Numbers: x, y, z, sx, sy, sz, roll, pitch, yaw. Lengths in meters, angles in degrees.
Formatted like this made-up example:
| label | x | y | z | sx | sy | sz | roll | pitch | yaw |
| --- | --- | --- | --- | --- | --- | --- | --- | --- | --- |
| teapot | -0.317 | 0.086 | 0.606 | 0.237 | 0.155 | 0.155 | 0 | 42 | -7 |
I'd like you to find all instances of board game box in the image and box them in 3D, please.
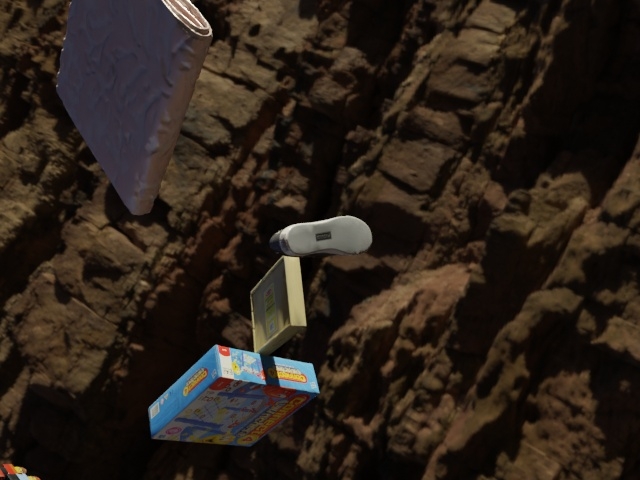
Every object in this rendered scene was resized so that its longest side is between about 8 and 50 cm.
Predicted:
| label | x | y | z | sx | sy | sz | roll | pitch | yaw |
| --- | --- | --- | --- | --- | --- | --- | --- | --- | --- |
| board game box | -0.215 | 0.397 | 1.586 | 0.301 | 0.086 | 0.308 | 20 | -51 | -38 |

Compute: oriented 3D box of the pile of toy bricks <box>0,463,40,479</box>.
| label | x | y | z | sx | sy | sz | roll | pitch | yaw |
| --- | --- | --- | --- | --- | --- | --- | --- | --- | --- |
| pile of toy bricks | -0.409 | 0.410 | 0.915 | 0.105 | 0.212 | 0.118 | 25 | -88 | -51 |

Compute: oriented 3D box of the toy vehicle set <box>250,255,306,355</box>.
| label | x | y | z | sx | sy | sz | roll | pitch | yaw |
| --- | --- | --- | --- | --- | --- | --- | --- | --- | --- |
| toy vehicle set | -0.105 | 0.157 | 1.484 | 0.035 | 0.166 | 0.267 | 3 | -24 | -23 |

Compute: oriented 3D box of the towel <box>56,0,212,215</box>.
| label | x | y | z | sx | sy | sz | roll | pitch | yaw |
| --- | --- | --- | --- | --- | --- | --- | --- | --- | --- |
| towel | -0.294 | -0.258 | 0.959 | 0.053 | 0.317 | 0.332 | -14 | -33 | -41 |

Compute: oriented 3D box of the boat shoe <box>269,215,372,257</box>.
| label | x | y | z | sx | sy | sz | roll | pitch | yaw |
| --- | --- | --- | --- | --- | --- | --- | --- | --- | --- |
| boat shoe | 0.000 | 0.000 | 1.243 | 0.228 | 0.076 | 0.080 | -9 | -90 | -41 |
